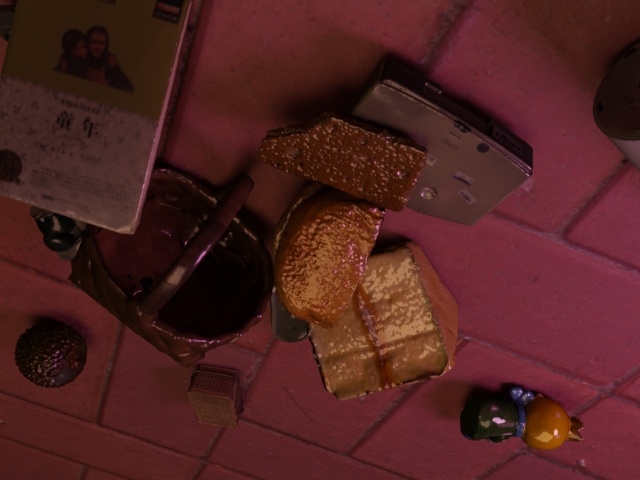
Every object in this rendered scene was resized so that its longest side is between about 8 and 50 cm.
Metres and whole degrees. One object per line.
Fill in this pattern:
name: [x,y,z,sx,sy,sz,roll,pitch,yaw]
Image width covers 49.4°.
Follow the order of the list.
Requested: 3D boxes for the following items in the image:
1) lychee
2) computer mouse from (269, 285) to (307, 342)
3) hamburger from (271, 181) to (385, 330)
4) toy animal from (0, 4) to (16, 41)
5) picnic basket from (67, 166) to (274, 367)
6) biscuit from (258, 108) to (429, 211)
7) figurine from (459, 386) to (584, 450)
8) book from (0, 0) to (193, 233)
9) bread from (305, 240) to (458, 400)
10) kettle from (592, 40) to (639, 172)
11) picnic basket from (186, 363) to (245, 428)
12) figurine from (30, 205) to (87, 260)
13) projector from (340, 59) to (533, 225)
lychee: [-0.636,0.264,1.637,0.171,0.171,0.171,8,137,7]
computer mouse: [-0.062,0.122,1.391,0.089,0.056,0.181,-10,125,-7]
hamburger: [0.000,0.000,1.162,0.157,0.144,0.283,18,111,-7]
toy animal: [-0.362,-0.289,1.039,0.253,0.070,0.079,22,145,-14]
picnic basket: [-0.210,0.012,1.138,0.337,0.293,0.337,19,142,16]
biscuit: [0.030,-0.127,1.011,0.237,0.026,0.131,21,137,3]
figurine: [0.434,0.399,1.513,0.234,0.127,0.185,1,150,-5]
book: [-0.340,-0.202,0.994,0.239,0.035,0.352,16,100,-2]
bread: [0.093,0.146,1.275,0.263,0.198,0.236,-20,121,23]
kettle: [0.537,-0.136,0.887,0.318,0.265,0.205,39,164,-24]
picnic basket: [-0.252,0.382,1.702,0.115,0.079,0.164,6,137,9]
figurine: [-0.454,-0.022,1.307,0.147,0.126,0.192,-16,146,16]
projector: [0.158,-0.134,1.040,0.269,0.088,0.193,29,137,-14]
